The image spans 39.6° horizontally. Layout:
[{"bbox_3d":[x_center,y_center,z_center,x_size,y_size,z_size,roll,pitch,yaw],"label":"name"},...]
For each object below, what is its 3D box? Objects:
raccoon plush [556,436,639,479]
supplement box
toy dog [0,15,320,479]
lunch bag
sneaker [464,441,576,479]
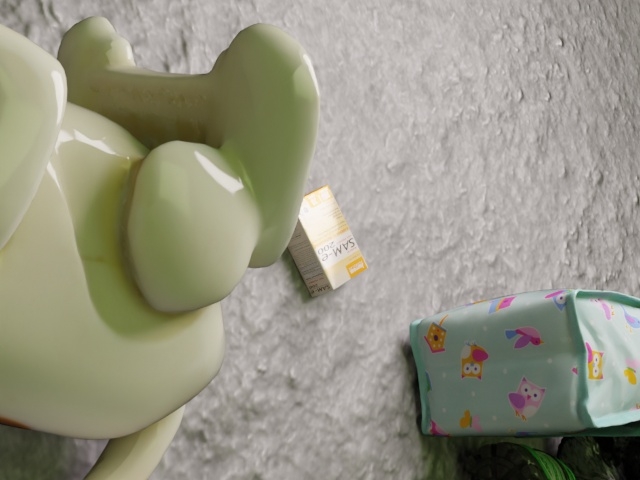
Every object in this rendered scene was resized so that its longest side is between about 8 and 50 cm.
[{"bbox_3d":[0.448,0.369,1.081,0.299,0.216,0.447,22,64,-42],"label":"raccoon plush"},{"bbox_3d":[0.000,0.000,0.913,0.062,0.036,0.099,-30,95,-45],"label":"supplement box"},{"bbox_3d":[-0.258,0.011,0.543,0.407,0.284,0.396,-9,116,-46],"label":"toy dog"},{"bbox_3d":[0.264,0.137,0.972,0.262,0.223,0.160,5,76,-44],"label":"lunch bag"},{"bbox_3d":[0.253,0.385,0.925,0.146,0.134,0.344,13,64,-40],"label":"sneaker"}]
